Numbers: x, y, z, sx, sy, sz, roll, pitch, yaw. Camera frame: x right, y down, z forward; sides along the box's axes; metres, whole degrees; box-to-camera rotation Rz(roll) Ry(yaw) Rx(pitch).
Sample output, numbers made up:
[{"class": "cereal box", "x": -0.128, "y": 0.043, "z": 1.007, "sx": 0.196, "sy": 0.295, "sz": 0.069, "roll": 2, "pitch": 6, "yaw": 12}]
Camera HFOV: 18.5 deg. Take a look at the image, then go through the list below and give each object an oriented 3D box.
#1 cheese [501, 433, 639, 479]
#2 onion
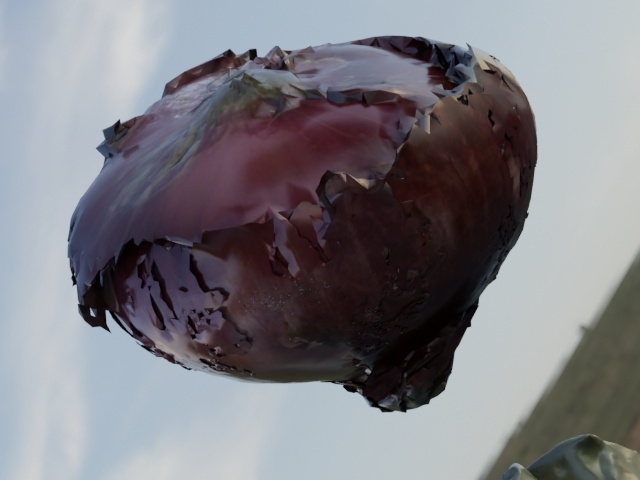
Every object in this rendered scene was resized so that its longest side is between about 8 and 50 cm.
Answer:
[{"class": "cheese", "x": 0.168, "y": 0.191, "z": 1.001, "sx": 0.175, "sy": 0.202, "sz": 0.091, "roll": -59, "pitch": -14, "yaw": 29}, {"class": "onion", "x": 0.000, "y": 0.000, "z": 0.738, "sx": 0.184, "sy": 0.184, "sz": 0.147, "roll": -42, "pitch": -65, "yaw": -54}]
